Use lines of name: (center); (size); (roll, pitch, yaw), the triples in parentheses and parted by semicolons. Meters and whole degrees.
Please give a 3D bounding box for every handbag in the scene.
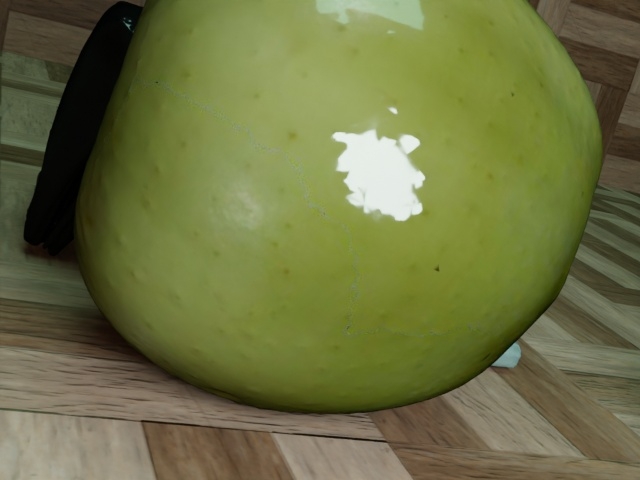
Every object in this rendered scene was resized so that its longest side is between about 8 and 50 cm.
handbag: (-0.261, -0.136, 1.122); (0.152, 0.288, 0.342); (33, 9, -18)

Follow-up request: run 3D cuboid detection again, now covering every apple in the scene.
apple: (0.015, -0.068, 0.824); (0.473, 0.474, 0.473); (15, 14, -4)

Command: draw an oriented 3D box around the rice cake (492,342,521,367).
rice cake: (0.177, 0.100, 1.158); (0.080, 0.042, 0.222); (8, 16, -12)
